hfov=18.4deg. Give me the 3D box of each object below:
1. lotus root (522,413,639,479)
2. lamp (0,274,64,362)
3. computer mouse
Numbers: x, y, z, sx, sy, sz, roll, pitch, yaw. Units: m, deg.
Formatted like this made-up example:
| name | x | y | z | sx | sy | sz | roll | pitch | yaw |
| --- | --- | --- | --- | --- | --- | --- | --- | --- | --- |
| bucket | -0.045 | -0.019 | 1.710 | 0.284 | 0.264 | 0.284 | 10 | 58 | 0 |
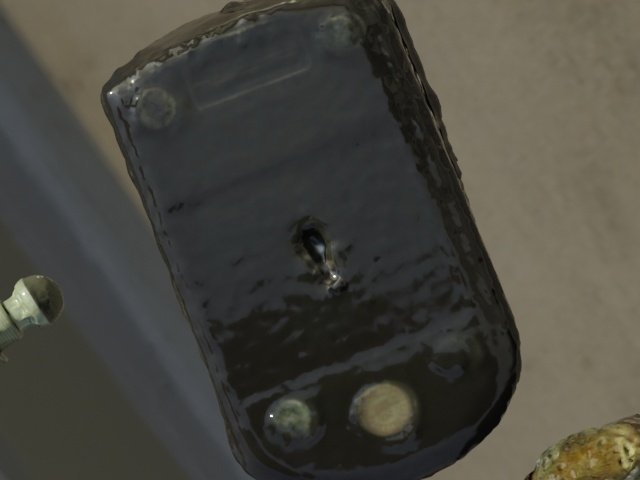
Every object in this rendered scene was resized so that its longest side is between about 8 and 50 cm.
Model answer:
| name | x | y | z | sx | sy | sz | roll | pitch | yaw |
| --- | --- | --- | --- | --- | --- | --- | --- | --- | --- |
| lotus root | 0.131 | 0.146 | 0.797 | 0.120 | 0.120 | 0.209 | 35 | 164 | 36 |
| lamp | -0.231 | 0.074 | 1.229 | 0.091 | 0.163 | 0.091 | 56 | 175 | 7 |
| computer mouse | 0.000 | 0.000 | 1.058 | 0.100 | 0.170 | 0.269 | -107 | -3 | -85 |
